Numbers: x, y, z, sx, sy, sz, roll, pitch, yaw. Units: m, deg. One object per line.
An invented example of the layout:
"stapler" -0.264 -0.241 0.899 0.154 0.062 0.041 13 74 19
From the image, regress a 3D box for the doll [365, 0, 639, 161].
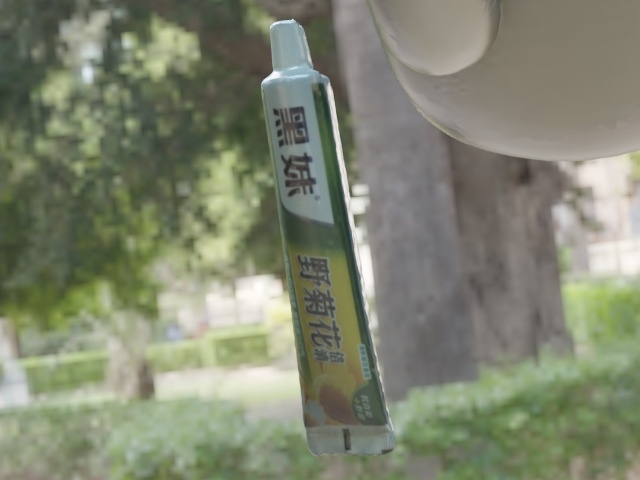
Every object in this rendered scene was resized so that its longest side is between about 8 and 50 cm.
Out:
"doll" 0.148 -0.156 0.589 0.370 0.215 0.226 -23 24 -9

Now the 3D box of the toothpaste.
"toothpaste" 0.000 0.000 0.910 0.049 0.204 0.031 -5 7 34
